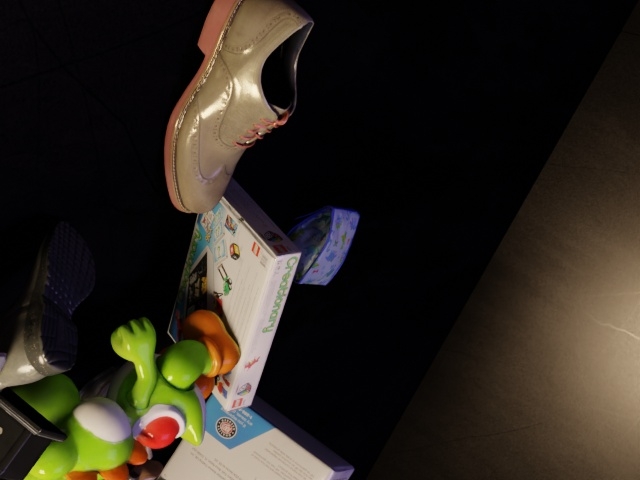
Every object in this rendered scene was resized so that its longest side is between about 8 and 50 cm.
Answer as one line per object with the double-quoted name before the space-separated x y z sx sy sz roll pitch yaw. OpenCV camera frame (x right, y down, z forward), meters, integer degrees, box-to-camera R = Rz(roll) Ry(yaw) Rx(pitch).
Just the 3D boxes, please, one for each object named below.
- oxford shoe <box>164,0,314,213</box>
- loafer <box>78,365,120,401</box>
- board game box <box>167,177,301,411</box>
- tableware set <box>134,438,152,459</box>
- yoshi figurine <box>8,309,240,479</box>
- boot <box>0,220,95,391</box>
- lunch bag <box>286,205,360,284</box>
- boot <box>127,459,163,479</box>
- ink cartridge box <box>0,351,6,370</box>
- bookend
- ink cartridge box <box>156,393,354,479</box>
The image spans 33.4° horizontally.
"oxford shoe" -0.110 -0.166 1.406 0.123 0.130 0.348 -30 146 -51
"loafer" -0.345 0.264 1.601 0.170 0.061 0.062 -51 157 -18
"board game box" -0.138 0.083 1.615 0.053 0.193 0.305 -11 134 -37
"tableware set" -0.272 0.285 1.830 0.194 0.039 0.128 -58 160 2
"yoshi figurine" -0.295 0.207 1.481 0.362 0.203 0.204 -31 116 -50
"boot" -0.362 0.086 1.259 0.161 0.246 0.083 -23 126 17
"lunch bag" 0.000 0.000 1.947 0.151 0.096 0.129 -52 161 14
"boot" -0.339 0.445 1.921 0.087 0.042 0.118 -56 159 16
"ink cartridge box" -0.503 0.209 1.070 0.309 0.130 0.272 -59 159 6
"bookend" -0.419 0.249 1.281 0.157 0.156 0.072 -54 160 -6
"ink cartridge box" -0.169 0.522 2.056 0.395 0.285 0.166 -57 160 1
